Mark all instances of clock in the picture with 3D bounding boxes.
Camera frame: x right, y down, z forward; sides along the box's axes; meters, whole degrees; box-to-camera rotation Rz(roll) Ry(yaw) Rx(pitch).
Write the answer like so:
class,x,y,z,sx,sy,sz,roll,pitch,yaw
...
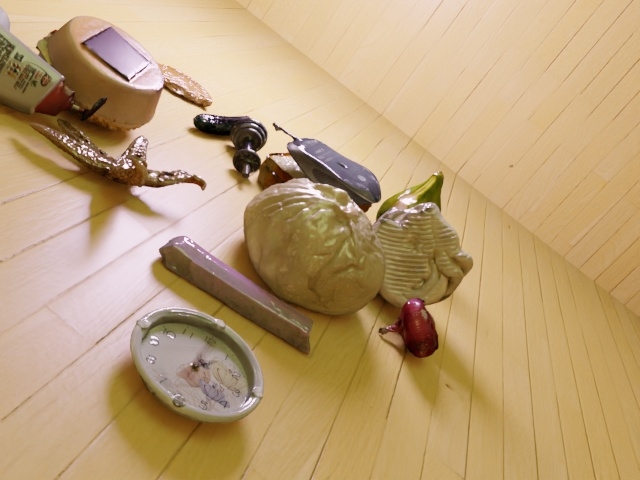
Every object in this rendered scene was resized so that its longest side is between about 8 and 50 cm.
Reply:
class,x,y,z,sx,sy,sz,roll,pitch,yaw
clock,-0.203,0.206,1.069,0.236,0.053,0.236,29,24,-14

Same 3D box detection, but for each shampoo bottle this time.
class,x,y,z,sx,sy,sz,roll,pitch,yaw
shampoo bottle,-0.600,-0.333,1.384,0.284,0.071,0.153,30,69,-17

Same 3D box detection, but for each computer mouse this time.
class,x,y,z,sx,sy,sz,roll,pitch,yaw
computer mouse,0.003,-0.204,1.835,0.379,0.090,0.167,38,29,13

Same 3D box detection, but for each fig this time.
class,x,y,z,sx,sy,sz,roll,pitch,yaw
fig,0.308,-0.101,2.077,0.206,0.275,0.206,32,23,-15

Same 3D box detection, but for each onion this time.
class,x,y,z,sx,sy,sz,roll,pitch,yaw
onion,0.209,0.216,1.598,0.150,0.140,0.150,165,-90,-89

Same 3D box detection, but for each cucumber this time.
class,x,y,z,sx,sy,sz,roll,pitch,yaw
cucumber,-0.286,-0.337,1.939,0.067,0.067,0.245,44,26,15

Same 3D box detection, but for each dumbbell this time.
class,x,y,z,sx,sy,sz,roll,pitch,yaw
dumbbell,-0.205,-0.251,1.854,0.110,0.110,0.255,28,32,-22

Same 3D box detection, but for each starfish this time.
class,x,y,z,sx,sy,sz,roll,pitch,yaw
starfish,-0.413,-0.167,1.393,0.374,0.095,0.327,15,12,-37

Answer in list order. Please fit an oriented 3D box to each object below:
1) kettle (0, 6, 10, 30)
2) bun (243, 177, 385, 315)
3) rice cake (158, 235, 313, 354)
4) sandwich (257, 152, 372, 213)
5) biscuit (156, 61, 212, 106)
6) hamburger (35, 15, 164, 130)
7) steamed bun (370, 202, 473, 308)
class,x,y,z,sx,sy,sz,roll,pitch,yaw
kettle,-0.761,-0.464,1.449,0.126,0.098,0.148,31,27,-28
bun,0.000,0.000,1.519,0.352,0.227,0.349,45,23,12
rice cake,-0.158,0.105,1.318,0.364,0.056,0.073,34,26,-8
sandwich,-0.024,-0.149,1.918,0.271,0.099,0.301,42,27,18
biscuit,-0.438,-0.484,2.020,0.224,0.033,0.145,24,25,-30
hamburger,-0.515,-0.386,1.566,0.302,0.170,0.302,35,29,-23
steamed bun,0.236,0.055,1.783,0.280,0.267,0.207,57,-8,9
